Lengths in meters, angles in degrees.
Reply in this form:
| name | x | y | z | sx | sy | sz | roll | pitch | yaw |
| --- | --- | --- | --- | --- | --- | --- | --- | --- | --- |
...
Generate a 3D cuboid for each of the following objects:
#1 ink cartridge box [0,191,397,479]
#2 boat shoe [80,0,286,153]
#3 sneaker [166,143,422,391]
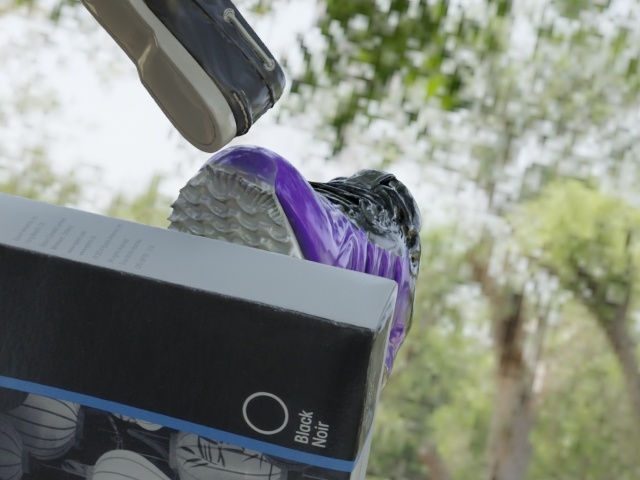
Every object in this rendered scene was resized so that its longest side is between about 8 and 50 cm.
| name | x | y | z | sx | sy | sz | roll | pitch | yaw |
| --- | --- | --- | --- | --- | --- | --- | --- | --- | --- |
| ink cartridge box | -0.136 | 0.066 | 0.955 | 0.332 | 0.165 | 0.065 | 12 | 27 | 9 |
| boat shoe | -0.094 | -0.148 | 1.036 | 0.206 | 0.065 | 0.075 | 57 | -26 | -2 |
| sneaker | -0.001 | 0.000 | 1.192 | 0.102 | 0.146 | 0.293 | 25 | -22 | 25 |
